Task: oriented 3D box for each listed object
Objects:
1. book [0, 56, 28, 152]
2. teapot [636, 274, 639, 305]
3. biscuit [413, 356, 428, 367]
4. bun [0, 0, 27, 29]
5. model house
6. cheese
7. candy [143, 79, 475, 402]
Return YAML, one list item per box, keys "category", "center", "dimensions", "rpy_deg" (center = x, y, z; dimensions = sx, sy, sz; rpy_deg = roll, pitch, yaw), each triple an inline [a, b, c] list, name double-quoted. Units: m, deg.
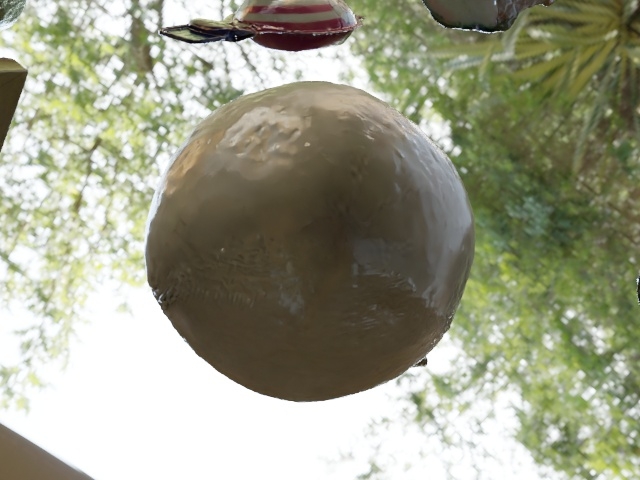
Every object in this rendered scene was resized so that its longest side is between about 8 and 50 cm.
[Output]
- category: "book"
  center: [-0.341, -0.068, 0.711]
  dimensions: [0.026, 0.161, 0.231]
  rpy_deg: [38, -155, 18]
- category: "teapot"
  center: [0.436, 0.063, 1.013]
  dimensions: [0.119, 0.130, 0.166]
  rpy_deg: [-22, -140, -18]
- category: "biscuit"
  center: [0.106, 0.089, 1.435]
  dimensions: [0.139, 0.016, 0.232]
  rpy_deg: [13, -127, -66]
- category: "bun"
  center: [-0.422, -0.306, 1.021]
  dimensions: [0.195, 0.118, 0.195]
  rpy_deg: [27, 153, 15]
- category: "model house"
  center: [0.142, -0.224, 0.734]
  dimensions: [0.100, 0.088, 0.100]
  rpy_deg: [-26, -151, -25]
- category: "cheese"
  center: [-0.055, -0.235, 0.990]
  dimensions: [0.244, 0.062, 0.155]
  rpy_deg: [-17, -151, -37]
- category: "candy"
  center: [0.000, 0.000, 0.764]
  dimensions: [0.295, 0.296, 0.185]
  rpy_deg: [33, 162, -13]
